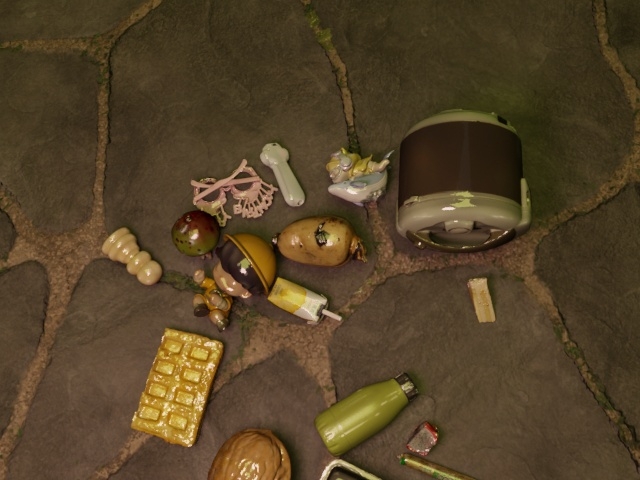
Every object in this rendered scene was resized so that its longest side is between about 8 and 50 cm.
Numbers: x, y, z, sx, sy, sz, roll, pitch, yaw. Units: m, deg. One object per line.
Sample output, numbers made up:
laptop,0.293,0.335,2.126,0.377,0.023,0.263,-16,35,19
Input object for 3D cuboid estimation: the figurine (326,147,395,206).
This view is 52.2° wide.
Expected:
figurine,0.111,-0.183,1.796,0.208,0.128,0.184,-31,70,-16

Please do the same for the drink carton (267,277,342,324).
drink carton,-0.033,0.169,1.707,0.199,0.074,0.084,25,75,10

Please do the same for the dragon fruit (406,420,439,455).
dragon fruit,0.255,0.483,1.596,0.056,0.060,0.083,35,103,7

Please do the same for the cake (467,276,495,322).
cake,0.419,0.156,1.699,0.051,0.065,0.121,-14,78,1

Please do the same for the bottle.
bottle,0.116,0.417,1.595,0.260,0.112,0.112,-30,72,-7

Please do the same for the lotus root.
lotus root,0.000,0.000,1.721,0.256,0.154,0.140,3,77,8

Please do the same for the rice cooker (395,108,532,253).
rice cooker,0.358,-0.125,1.655,0.334,0.335,0.326,2,71,4

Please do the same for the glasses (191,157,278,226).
glasses,-0.247,-0.126,1.810,0.255,0.095,0.162,-19,80,-1

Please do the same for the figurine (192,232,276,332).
figurine,-0.225,0.098,1.699,0.192,0.167,0.257,45,102,11

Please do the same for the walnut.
walnut,-0.164,0.542,1.524,0.213,0.213,0.214,-1,71,3

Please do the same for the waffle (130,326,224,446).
waffle,-0.358,0.373,1.665,0.167,0.057,0.274,14,73,7

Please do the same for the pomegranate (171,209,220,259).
pomegranate,-0.316,-0.013,1.733,0.129,0.159,0.130,-10,70,29

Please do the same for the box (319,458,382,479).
box,0.109,0.656,1.486,0.290,0.166,0.221,23,75,11

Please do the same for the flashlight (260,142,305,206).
flashlight,-0.104,-0.182,1.835,0.093,0.047,0.201,-14,72,-43

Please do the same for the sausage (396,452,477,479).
sausage,0.311,0.569,1.575,0.268,0.033,0.033,19,73,9

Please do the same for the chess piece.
chess piece,-0.503,0.054,1.771,0.170,0.094,0.094,43,78,7
